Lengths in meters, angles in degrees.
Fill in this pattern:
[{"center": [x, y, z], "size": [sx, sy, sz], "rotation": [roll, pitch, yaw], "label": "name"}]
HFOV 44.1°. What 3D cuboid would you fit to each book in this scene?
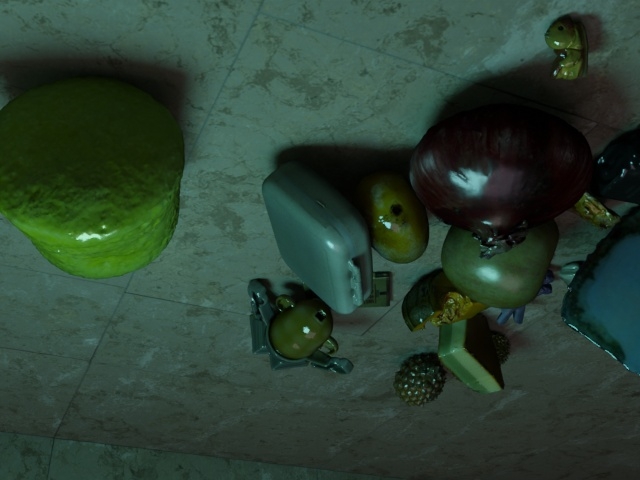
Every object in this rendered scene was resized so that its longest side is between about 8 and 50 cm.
[{"center": [0.072, 0.137, 2.130], "size": [0.231, 0.026, 0.161], "rotation": [-3, 148, 3], "label": "book"}]

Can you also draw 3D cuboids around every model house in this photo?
[{"center": [0.798, 0.123, 1.918], "size": [0.360, 0.297, 0.339], "rotation": [-57, 157, 8], "label": "model house"}]

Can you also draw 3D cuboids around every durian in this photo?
[{"center": [0.520, 0.357, 2.428], "size": [0.137, 0.095, 0.220], "rotation": [-10, 153, 16], "label": "durian"}]

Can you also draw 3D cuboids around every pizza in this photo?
[{"center": [0.581, -0.069, 1.716], "size": [0.056, 0.134, 0.271], "rotation": [-59, 157, 8], "label": "pizza"}]

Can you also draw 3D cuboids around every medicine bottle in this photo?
[{"center": [0.000, 0.000, 1.710], "size": [0.123, 0.282, 0.375], "rotation": [-42, 156, -15], "label": "medicine bottle"}]

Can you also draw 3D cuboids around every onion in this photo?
[{"center": [0.344, -0.100, 1.513], "size": [0.348, 0.285, 0.347], "rotation": [3, 163, 1], "label": "onion"}]

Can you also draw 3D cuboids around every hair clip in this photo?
[{"center": [0.538, 0.136, 2.080], "size": [0.137, 0.090, 0.278], "rotation": [-2, 149, -15], "label": "hair clip"}]

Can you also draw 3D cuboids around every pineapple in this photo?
[{"center": [0.324, 0.436, 2.493], "size": [0.166, 0.166, 0.193], "rotation": [12, 146, -19], "label": "pineapple"}]

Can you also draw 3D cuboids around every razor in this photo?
[{"center": [0.742, -0.128, 1.641], "size": [0.327, 0.107, 0.189], "rotation": [11, 148, -9], "label": "razor"}]

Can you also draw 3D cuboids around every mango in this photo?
[{"center": [0.152, -0.039, 1.709], "size": [0.146, 0.193, 0.316], "rotation": [-30, 159, -5], "label": "mango"}]

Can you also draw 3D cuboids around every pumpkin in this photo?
[{"center": [0.333, 0.149, 2.082], "size": [0.248, 0.126, 0.131], "rotation": [-3, 145, -33], "label": "pumpkin"}]

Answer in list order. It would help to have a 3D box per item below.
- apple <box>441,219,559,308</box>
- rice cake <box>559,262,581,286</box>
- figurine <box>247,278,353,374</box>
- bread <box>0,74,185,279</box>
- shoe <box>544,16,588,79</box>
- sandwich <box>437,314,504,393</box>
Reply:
[{"center": [0.397, 0.023, 1.760], "size": [0.234, 0.257, 0.257], "rotation": [22, 153, 18], "label": "apple"}, {"center": [0.700, 0.131, 2.108], "size": [0.057, 0.052, 0.256], "rotation": [-16, 145, 27], "label": "rice cake"}, {"center": [-0.066, 0.247, 2.132], "size": [0.342, 0.167, 0.285], "rotation": [23, 150, -15], "label": "figurine"}, {"center": [-0.413, -0.101, 1.462], "size": [0.348, 0.348, 0.308], "rotation": [0, 152, -1], "label": "bread"}, {"center": [0.425, -0.324, 1.361], "size": [0.069, 0.072, 0.109], "rotation": [-14, 146, 12], "label": "shoe"}, {"center": [0.436, 0.310, 2.261], "size": [0.108, 0.186, 0.220], "rotation": [-24, 124, 33], "label": "sandwich"}]
